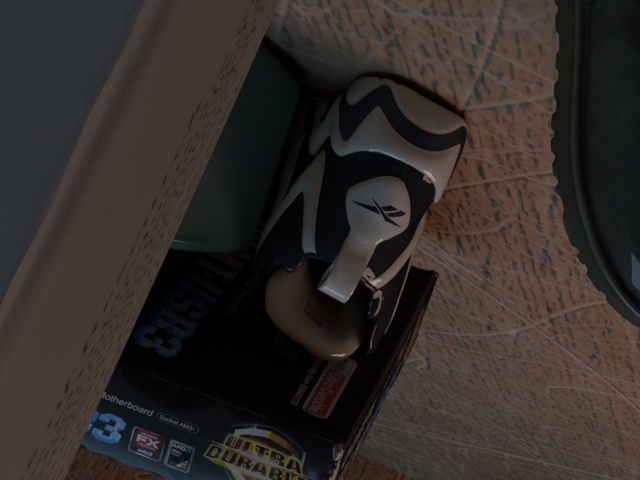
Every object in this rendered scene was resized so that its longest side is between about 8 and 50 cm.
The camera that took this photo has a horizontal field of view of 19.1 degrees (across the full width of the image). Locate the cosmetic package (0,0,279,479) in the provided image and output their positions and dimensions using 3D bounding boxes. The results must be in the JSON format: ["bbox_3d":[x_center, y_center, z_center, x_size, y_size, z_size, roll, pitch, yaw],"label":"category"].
[{"bbox_3d":[-0.182,-0.090,0.495,0.329,0.327,0.394,25,-178,-1],"label":"cosmetic package"}]

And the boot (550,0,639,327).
[{"bbox_3d":[0.151,-0.057,0.587,0.076,0.189,0.208,-16,-172,-28],"label":"boot"}]

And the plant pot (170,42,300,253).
[{"bbox_3d":[-0.144,-0.079,1.061,0.234,0.165,0.166,22,171,-32],"label":"plant pot"}]

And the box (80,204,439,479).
[{"bbox_3d":[-0.096,0.041,1.168,0.293,0.073,0.295,20,-158,8],"label":"box"}]

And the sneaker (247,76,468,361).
[{"bbox_3d":[0.000,0.000,1.116,0.094,0.153,0.235,29,167,-17],"label":"sneaker"}]

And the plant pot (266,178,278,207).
[{"bbox_3d":[-0.046,-0.037,1.344,0.236,0.032,0.236,23,168,5],"label":"plant pot"}]
